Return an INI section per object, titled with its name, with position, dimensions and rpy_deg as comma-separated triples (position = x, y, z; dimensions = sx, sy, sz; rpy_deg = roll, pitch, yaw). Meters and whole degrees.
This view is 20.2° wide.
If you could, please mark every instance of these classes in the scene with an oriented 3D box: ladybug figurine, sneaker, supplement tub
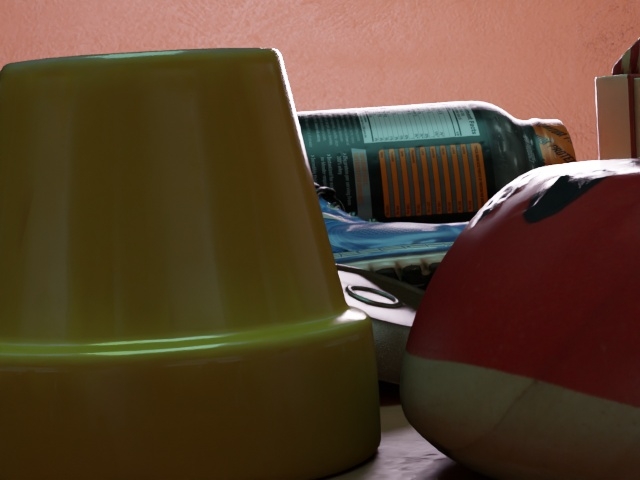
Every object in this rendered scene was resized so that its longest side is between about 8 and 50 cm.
[ladybug figurine]
position = 0.196, 0.038, 0.937
dimensions = 0.305, 0.162, 0.449
rpy_deg = -4, 4, -12
[sneaker]
position = 0.000, 0.000, 1.483
dimensions = 0.330, 0.147, 0.130
rpy_deg = -2, -30, 14
[supplement tub]
position = 0.062, -0.023, 1.682
dimensions = 0.338, 0.207, 0.207
rpy_deg = -3, 4, -5

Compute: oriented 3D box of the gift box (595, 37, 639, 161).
[gift box]
position = 0.417, -0.075, 1.732
dimensions = 0.255, 0.276, 0.258
rpy_deg = 0, -1, -40

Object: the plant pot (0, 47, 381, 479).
[plant pot]
position = -0.095, 0.012, 1.047
dimensions = 0.254, 0.239, 0.254
rpy_deg = -3, 4, 0

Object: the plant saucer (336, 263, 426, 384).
[plant saucer]
position = 0.034, 0.055, 1.302
dimensions = 0.198, 0.036, 0.198
rpy_deg = 16, 13, -4
